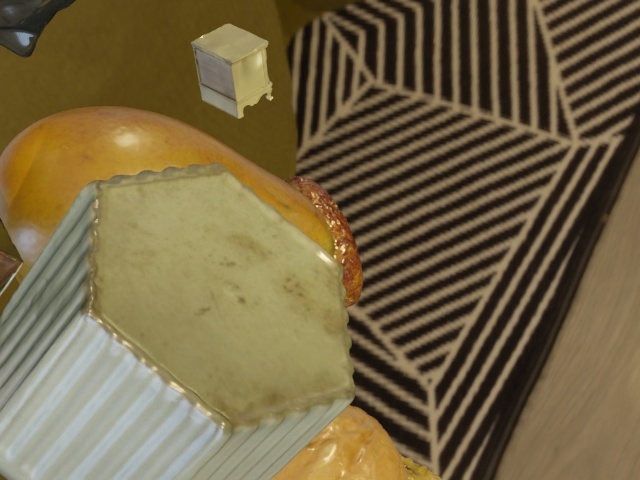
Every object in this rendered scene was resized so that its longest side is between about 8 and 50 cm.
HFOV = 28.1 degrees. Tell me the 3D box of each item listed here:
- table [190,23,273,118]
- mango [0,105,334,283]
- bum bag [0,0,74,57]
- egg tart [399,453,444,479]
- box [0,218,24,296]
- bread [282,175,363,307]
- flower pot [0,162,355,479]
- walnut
[{"bbox_3d":[-0.106,-0.207,1.564,0.062,0.083,0.079,-33,46,-31],"label":"table"},{"bbox_3d":[-0.173,-0.012,1.404,0.378,0.264,0.221,13,51,-14],"label":"mango"},{"bbox_3d":[-0.215,-0.208,0.620,0.142,0.326,0.080,-3,53,22],"label":"bum bag"},{"bbox_3d":[0.019,0.350,1.451,0.294,0.123,0.294,-22,40,20],"label":"egg tart"},{"bbox_3d":[-0.506,-0.112,1.126,0.138,0.420,0.373,-47,50,12],"label":"box"},{"bbox_3d":[0.000,0.000,1.670,0.064,0.193,0.193,-27,70,-11],"label":"bread"},{"bbox_3d":[-0.111,0.083,0.919,0.209,0.189,0.239,21,44,-25],"label":"flower pot"},{"bbox_3d":[-0.012,0.270,1.306,0.195,0.195,0.222,23,40,9],"label":"walnut"}]
